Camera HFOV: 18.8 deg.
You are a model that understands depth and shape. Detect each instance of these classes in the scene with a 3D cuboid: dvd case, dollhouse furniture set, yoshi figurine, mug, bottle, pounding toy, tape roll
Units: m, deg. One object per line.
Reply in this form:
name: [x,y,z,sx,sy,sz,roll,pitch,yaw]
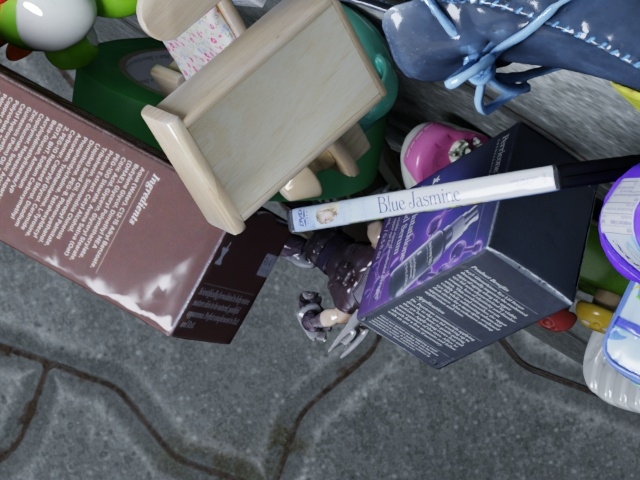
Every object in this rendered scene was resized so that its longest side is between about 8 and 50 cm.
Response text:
dvd case: [0.123,-0.040,1.592,0.253,0.022,0.180,-9,180,33]
dollhouse furniture set: [-0.136,-0.155,1.599,0.355,0.174,0.303,24,150,50]
yoshi figurine: [-0.236,-0.291,1.774,0.203,0.203,0.362,-3,159,3]
mug: [0.014,-0.144,1.718,0.158,0.097,0.129,39,160,21]
bottle: [0.271,-0.008,1.467,0.118,0.092,0.283,34,179,-4]
pounding toy: [0.304,0.058,2.005,0.237,0.110,0.183,23,175,2]
tape roll: [-0.093,-0.128,1.979,0.321,0.077,0.321,10,-161,-3]

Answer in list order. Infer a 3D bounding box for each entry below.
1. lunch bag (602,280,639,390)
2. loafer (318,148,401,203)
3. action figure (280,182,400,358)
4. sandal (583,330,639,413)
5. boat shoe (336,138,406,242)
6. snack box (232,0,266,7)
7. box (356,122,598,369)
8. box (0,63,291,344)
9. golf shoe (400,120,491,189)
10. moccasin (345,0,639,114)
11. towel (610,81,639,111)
lunch bag: [0.357,0.082,1.606,0.219,0.176,0.090,30,176,26]
loafer: [0.014,-0.110,2.339,0.366,0.130,0.134,26,144,30]
action figure: [0.000,0.000,2.028,0.285,0.185,0.099,37,-173,19]
sandal: [0.450,0.160,2.128,0.102,0.169,0.416,19,-173,-32]
boat shoe: [0.064,-0.020,2.114,0.116,0.097,0.324,50,-169,-54]
snack box: [-0.107,-0.259,1.922,0.064,0.022,0.178,31,176,-23]
box: [0.149,0.008,1.826,0.108,0.153,0.207,33,142,-21]
box: [-0.234,-0.053,1.758,0.381,0.143,0.191,27,-179,15]
golf shoe: [0.136,-0.056,2.040,0.140,0.115,0.306,32,176,31]
moccasin: [0.085,-0.144,1.195,0.342,0.117,0.138,28,175,35]
towel: [0.309,-0.049,1.437,0.237,0.021,0.102,34,174,-41]
